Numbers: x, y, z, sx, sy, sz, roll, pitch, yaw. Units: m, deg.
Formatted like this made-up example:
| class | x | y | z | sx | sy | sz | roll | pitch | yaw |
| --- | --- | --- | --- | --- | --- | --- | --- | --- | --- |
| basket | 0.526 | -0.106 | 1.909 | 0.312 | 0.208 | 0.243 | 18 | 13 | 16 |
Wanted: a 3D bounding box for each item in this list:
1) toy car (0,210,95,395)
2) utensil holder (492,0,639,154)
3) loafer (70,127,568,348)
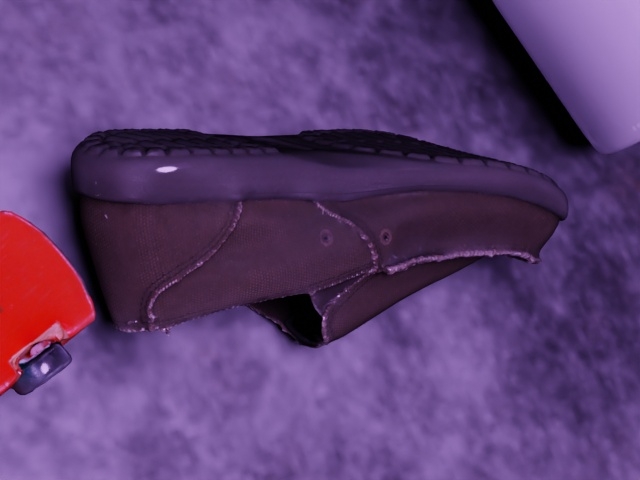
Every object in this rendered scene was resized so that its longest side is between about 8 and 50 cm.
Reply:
| class | x | y | z | sx | sy | sz | roll | pitch | yaw |
| --- | --- | --- | --- | --- | --- | --- | --- | --- | --- |
| toy car | -0.196 | 0.069 | 0.579 | 0.225 | 0.053 | 0.239 | 25 | 56 | -22 |
| utensil holder | 0.146 | -0.276 | 0.801 | 0.327 | 0.327 | 0.385 | -32 | 89 | -40 |
| loafer | 0.000 | 0.000 | 0.741 | 0.220 | 0.080 | 0.078 | 1 | 101 | -35 |
